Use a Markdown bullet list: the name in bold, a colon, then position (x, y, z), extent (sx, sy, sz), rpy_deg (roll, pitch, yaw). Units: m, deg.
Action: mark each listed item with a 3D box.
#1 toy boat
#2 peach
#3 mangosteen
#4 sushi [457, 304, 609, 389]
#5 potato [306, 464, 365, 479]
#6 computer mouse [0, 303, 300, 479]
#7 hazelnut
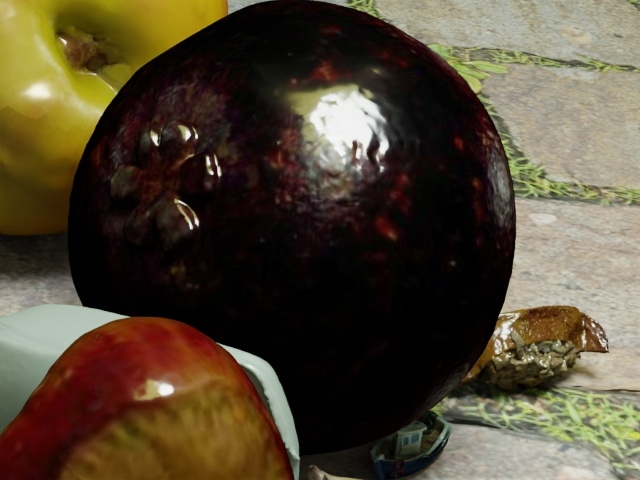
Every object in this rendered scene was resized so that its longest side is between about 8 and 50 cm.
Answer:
- **toy boat**: position (0.057, 0.131, 1.198), extent (0.038, 0.038, 0.083), rpy_deg (24, 29, 25)
- **peach**: position (-0.233, -0.152, 1.377), extent (0.289, 0.289, 0.308), rpy_deg (-10, 14, -34)
- **mangosteen**: position (-0.012, 0.006, 1.181), extent (0.297, 0.313, 0.297), rpy_deg (-9, 54, 12)
- **sushi**: position (0.146, 0.078, 1.308), extent (0.120, 0.055, 0.052), rpy_deg (-4, -16, -38)
- **potato**: position (0.113, 0.236, 0.846), extent (0.266, 0.229, 0.229), rpy_deg (10, 27, -9)
- **computer mouse**: position (-0.119, 0.109, 1.067), extent (0.231, 0.128, 0.079), rpy_deg (8, 36, 28)
- **hazelnut**: position (-0.099, 0.139, 0.953), extent (0.178, 0.204, 0.178), rpy_deg (4, 13, -1)
